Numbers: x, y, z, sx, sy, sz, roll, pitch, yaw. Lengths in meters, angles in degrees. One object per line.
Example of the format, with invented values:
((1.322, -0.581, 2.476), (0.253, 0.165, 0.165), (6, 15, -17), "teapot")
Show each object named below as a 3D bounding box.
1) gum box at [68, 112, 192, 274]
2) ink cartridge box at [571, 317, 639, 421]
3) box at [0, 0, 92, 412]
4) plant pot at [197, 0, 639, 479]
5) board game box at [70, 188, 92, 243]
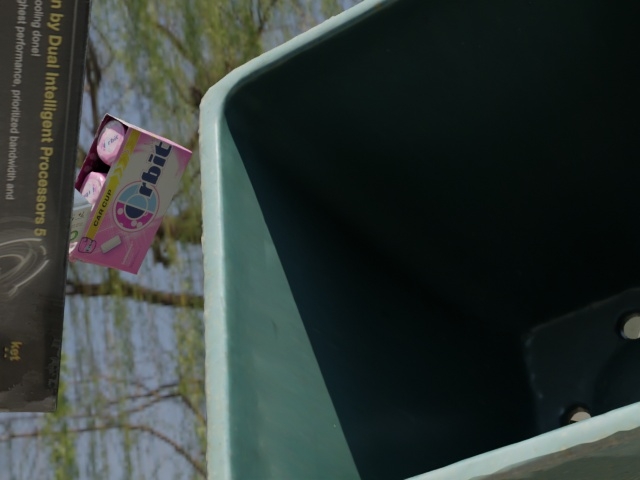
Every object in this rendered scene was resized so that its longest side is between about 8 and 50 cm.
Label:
((-0.257, -0.052, 1.379), (0.107, 0.062, 0.188), (21, -85, -47), "gum box")
((0.242, 0.007, 0.998), (0.115, 0.198, 0.273), (14, -76, -9), "ink cartridge box")
((-0.190, -0.102, 0.316), (0.242, 0.076, 0.307), (2, -76, -20), "box")
((0.118, 0.032, 0.508), (0.248, 0.247, 0.252), (-24, -39, 24), "plant pot")
((-0.380, -0.088, 0.988), (0.193, 0.305, 0.053), (-19, -37, -49), "board game box")
